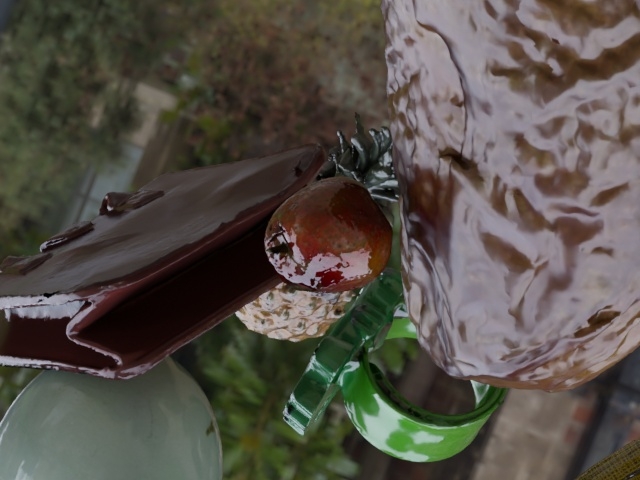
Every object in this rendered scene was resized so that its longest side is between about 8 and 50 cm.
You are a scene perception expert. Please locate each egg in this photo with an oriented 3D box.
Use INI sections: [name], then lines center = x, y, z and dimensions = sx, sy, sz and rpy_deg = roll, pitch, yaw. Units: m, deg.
[egg]
center = -0.176, 0.207, 1.191
dimensions = 0.183, 0.264, 0.183
rpy_deg = 19, -174, -2

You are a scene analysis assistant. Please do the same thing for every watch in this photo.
[watch]
center = 0.068, 0.122, 1.275
dimensions = 0.152, 0.165, 0.131
rpy_deg = 32, 141, 4

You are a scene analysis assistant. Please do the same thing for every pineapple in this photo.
[pineapple]
center = 0.012, -0.030, 1.785
dimensions = 0.169, 0.340, 0.169
rpy_deg = 18, -140, -16

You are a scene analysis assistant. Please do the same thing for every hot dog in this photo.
[hot dog]
center = 0.128, -0.101, 0.911
dimensions = 0.174, 0.387, 0.267
rpy_deg = -10, -154, -11

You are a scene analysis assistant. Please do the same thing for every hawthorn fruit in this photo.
[hawthorn fruit]
center = 0.005, 0.000, 0.926
dimensions = 0.077, 0.077, 0.077
rpy_deg = 22, -178, -1

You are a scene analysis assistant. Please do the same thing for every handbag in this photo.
[handbag]
center = -0.139, 0.018, 1.222
dimensions = 0.276, 0.260, 0.084
rpy_deg = -1, 118, 54

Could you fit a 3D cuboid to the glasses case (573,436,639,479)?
[glasses case]
center = 0.302, 0.174, 1.240
dimensions = 0.064, 0.234, 0.079
rpy_deg = 65, -170, 29
